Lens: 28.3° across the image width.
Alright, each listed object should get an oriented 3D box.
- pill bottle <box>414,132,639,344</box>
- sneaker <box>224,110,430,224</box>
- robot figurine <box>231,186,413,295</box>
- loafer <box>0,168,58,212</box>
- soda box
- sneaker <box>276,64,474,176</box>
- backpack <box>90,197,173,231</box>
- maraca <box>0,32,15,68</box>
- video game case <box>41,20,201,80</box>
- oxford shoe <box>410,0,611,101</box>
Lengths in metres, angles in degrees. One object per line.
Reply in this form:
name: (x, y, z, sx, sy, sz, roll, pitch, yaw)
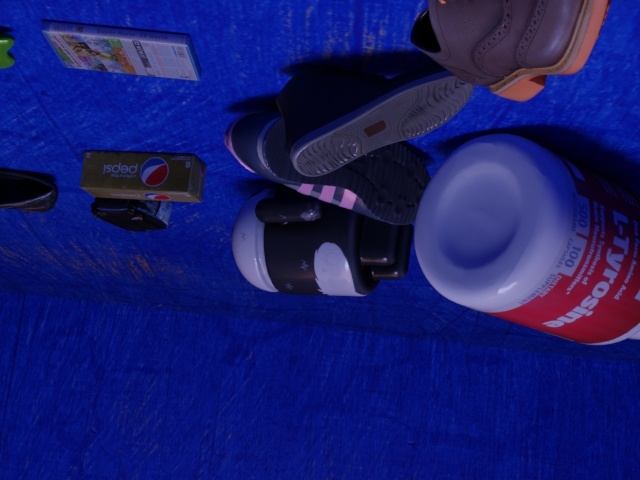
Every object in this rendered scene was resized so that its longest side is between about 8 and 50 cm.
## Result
pill bottle: (0.336, 0.016, 1.729, 0.229, 0.229, 0.407, -6, 163, 44)
sneaker: (0.013, -0.106, 1.697, 0.319, 0.112, 0.131, 22, 177, -42)
robot figurine: (0.000, -0.003, 1.971, 0.278, 0.209, 0.173, 1, -152, 23)
loafer: (-0.546, -0.089, 2.095, 0.223, 0.076, 0.078, 5, 163, -12)
soda box: (-0.269, -0.097, 1.926, 0.181, 0.061, 0.058, 3, 168, 17)
sneaker: (0.055, -0.169, 1.435, 0.222, 0.118, 0.083, -22, 143, 3)
backpack: (-0.295, -0.062, 2.040, 0.105, 0.084, 0.114, -1, 160, 34)
maraca: (-0.441, -0.204, 1.472, 0.185, 0.099, 0.127, -25, 148, 20)
video game case: (-0.227, -0.218, 1.470, 0.166, 0.015, 0.119, 6, 168, 3)
oxford shoe: (0.159, -0.206, 1.076, 0.132, 0.130, 0.364, 14, 167, -5)
